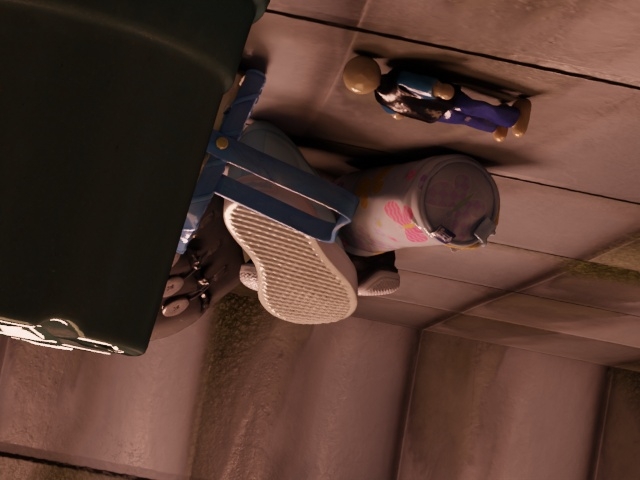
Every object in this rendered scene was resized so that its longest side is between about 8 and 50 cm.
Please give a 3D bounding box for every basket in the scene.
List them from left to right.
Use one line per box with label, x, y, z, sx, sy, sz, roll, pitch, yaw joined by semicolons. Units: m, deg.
basket;-0.103;-0.077;1.664;0.289;0.201;0.255;21;170;-1

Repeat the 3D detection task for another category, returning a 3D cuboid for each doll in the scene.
doll;0.106;-0.138;1.531;0.189;0.046;0.129;14;170;-24

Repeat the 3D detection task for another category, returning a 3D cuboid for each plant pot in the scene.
plant pot;-0.243;-0.084;1.347;0.341;0.334;0.341;11;172;2

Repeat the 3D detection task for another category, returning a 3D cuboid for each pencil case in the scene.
pencil case;0.110;-0.040;1.946;0.124;0.113;0.273;33;164;-23

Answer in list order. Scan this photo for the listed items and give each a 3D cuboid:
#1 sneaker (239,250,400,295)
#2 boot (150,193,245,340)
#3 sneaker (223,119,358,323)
sneaker;0.000;0.000;2.187;0.269;0.153;0.101;2;179;-39
boot;-0.280;0.018;1.978;0.367;0.146;0.445;-22;162;-8
sneaker;-0.026;-0.021;1.972;0.135;0.150;0.366;-1;150;11
